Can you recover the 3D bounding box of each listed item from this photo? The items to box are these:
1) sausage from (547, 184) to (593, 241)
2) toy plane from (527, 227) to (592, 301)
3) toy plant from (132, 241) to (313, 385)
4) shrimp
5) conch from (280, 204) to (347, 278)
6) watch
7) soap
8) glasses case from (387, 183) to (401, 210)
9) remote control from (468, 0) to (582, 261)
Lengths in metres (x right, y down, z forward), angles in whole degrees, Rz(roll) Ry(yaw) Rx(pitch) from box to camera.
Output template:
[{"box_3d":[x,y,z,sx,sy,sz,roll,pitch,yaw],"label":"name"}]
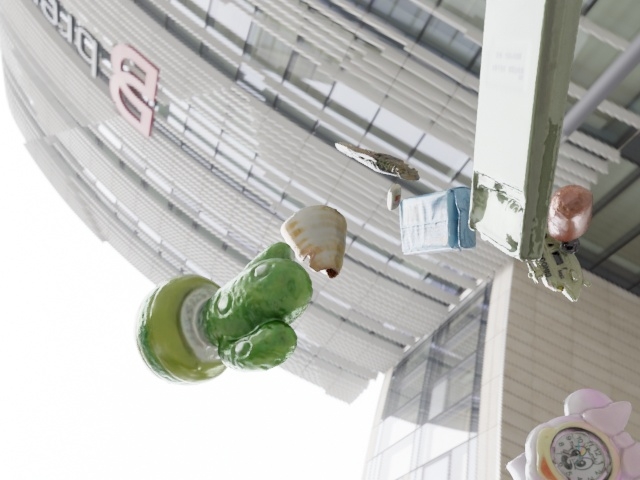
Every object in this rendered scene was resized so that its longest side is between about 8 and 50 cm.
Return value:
[{"box_3d":[0.445,-0.046,1.062,0.077,0.194,0.077,-7,-108,21],"label":"sausage"},{"box_3d":[0.441,-0.007,1.192,0.108,0.092,0.286,-22,-95,5],"label":"toy plane"},{"box_3d":[-0.137,0.117,0.944,0.184,0.316,0.224,45,-137,-32],"label":"toy plant"},{"box_3d":[0.146,-0.212,1.578,0.251,0.052,0.144,20,-173,25],"label":"shrimp"},{"box_3d":[0.007,-0.010,1.365,0.158,0.127,0.255,32,-169,-30],"label":"conch"},{"box_3d":[0.496,0.431,1.166,0.249,0.217,0.210,-19,-122,-7],"label":"watch"},{"box_3d":[0.283,-0.043,1.471,0.077,0.293,0.156,2,-93,-23],"label":"soap"},{"box_3d":[0.179,-0.104,1.441,0.032,0.083,0.021,-33,-121,-19],"label":"glasses case"},{"box_3d":[0.199,-0.123,0.598,0.038,0.285,0.123,-5,-162,-12],"label":"remote control"}]
